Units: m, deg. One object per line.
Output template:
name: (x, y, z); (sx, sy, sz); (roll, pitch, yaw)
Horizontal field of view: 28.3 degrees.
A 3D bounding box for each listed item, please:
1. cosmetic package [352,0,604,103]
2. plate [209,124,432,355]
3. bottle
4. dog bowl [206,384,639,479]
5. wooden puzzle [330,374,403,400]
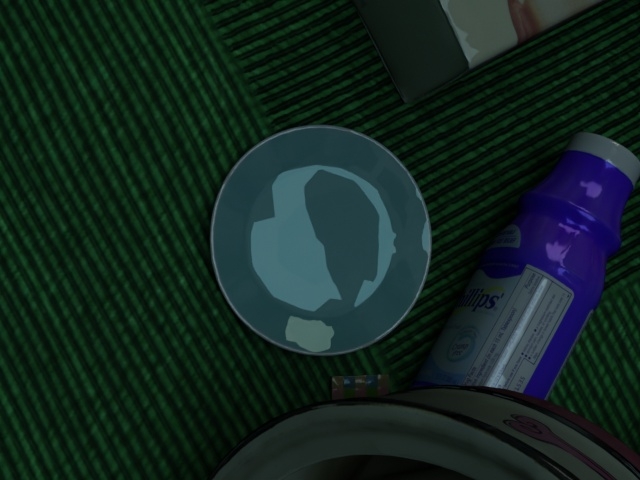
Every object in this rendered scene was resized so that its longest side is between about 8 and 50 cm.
cosmetic package: (0.186, -0.240, 1.037); (0.296, 0.153, 0.129); (-28, 94, -16)
plate: (0.000, 0.000, 1.030); (0.188, 0.024, 0.188); (1, 86, -16)
bottle: (0.170, 0.045, 1.030); (0.092, 0.118, 0.283); (33, 79, -12)
dog bowl: (0.101, 0.281, 0.871); (0.150, 0.408, 0.408); (-21, 93, -54)
wooden puzzle: (0.032, 0.135, 1.040); (0.083, 0.006, 0.049); (0, 86, -17)
